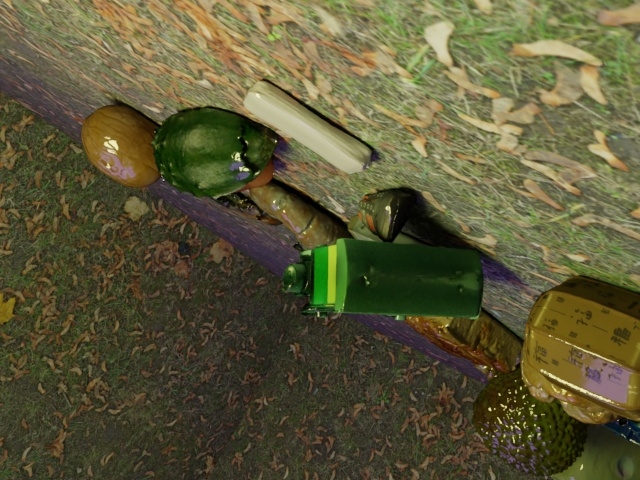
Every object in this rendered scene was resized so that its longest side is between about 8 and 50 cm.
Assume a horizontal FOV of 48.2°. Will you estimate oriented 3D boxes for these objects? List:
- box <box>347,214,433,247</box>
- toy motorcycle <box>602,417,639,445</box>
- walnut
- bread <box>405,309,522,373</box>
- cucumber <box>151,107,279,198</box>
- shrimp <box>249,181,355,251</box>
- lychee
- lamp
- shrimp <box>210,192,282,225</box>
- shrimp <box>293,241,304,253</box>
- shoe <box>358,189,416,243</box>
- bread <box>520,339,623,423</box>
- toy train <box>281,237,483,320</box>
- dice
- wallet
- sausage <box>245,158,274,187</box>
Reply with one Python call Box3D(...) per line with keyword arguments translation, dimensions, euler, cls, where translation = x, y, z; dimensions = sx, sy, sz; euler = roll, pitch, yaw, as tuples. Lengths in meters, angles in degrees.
Box3D(translation=(0.175, 0.042, 1.407), dimensions=(0.211, 0.045, 0.270), euler=(25, 170, 26), cls="box")
Box3D(translation=(0.718, 0.405, 1.501), dimensions=(0.196, 0.125, 0.331), euler=(31, 176, -16), cls="toy motorcycle")
Box3D(translation=(-0.435, -0.210, 1.595), dimensions=(0.207, 0.167, 0.167), euler=(35, 171, -20), cls="walnut")
Box3D(translation=(0.324, 0.206, 1.667), dimensions=(0.275, 0.114, 0.185), euler=(33, 172, -36), cls="bread")
Box3D(translation=(-0.199, -0.154, 1.231), dimensions=(0.105, 0.145, 0.325), euler=(27, 171, -35), cls="cucumber")
Box3D(translation=(0.000, 0.000, 1.591), dimensions=(0.446, 0.110, 0.221), euler=(40, 173, -37), cls="shrimp")
Box3D(translation=(0.503, 0.408, 1.739), dimensions=(0.270, 0.319, 0.270), euler=(-14, 178, 0), cls="lychee")
Box3D(translation=(0.372, 0.138, 0.935), dimensions=(0.185, 0.161, 0.161), euler=(24, 170, 46), cls="lamp")
Box3D(translation=(-0.213, -0.103, 1.828), dimensions=(0.290, 0.054, 0.222), euler=(31, 174, -34), cls="shrimp")
Box3D(translation=(0.073, 0.061, 1.811), dimensions=(0.289, 0.075, 0.178), euler=(36, 162, -34), cls="shrimp")
Box3D(translation=(0.093, -0.044, 1.093), dimensions=(0.077, 0.074, 0.194), euler=(34, 175, 8), cls="shoe")
Box3D(translation=(0.490, 0.265, 1.370), dimensions=(0.244, 0.134, 0.244), euler=(32, 172, 5), cls="bread")
Box3D(translation=(0.097, 0.065, 1.137), dimensions=(0.301, 0.120, 0.202), euler=(5, 172, -29), cls="toy train")
Box3D(translation=(0.798, 0.624, 2.067), dimensions=(0.252, 0.254, 0.250), euler=(33, 169, -10), cls="dice")
Box3D(translation=(-0.015, -0.148, 0.956), dimensions=(0.190, 0.033, 0.095), euler=(32, 173, -9), cls="wallet")
Box3D(translation=(-0.153, -0.131, 1.389), dimensions=(0.074, 0.074, 0.274), euler=(32, 172, -15), cls="sausage")
